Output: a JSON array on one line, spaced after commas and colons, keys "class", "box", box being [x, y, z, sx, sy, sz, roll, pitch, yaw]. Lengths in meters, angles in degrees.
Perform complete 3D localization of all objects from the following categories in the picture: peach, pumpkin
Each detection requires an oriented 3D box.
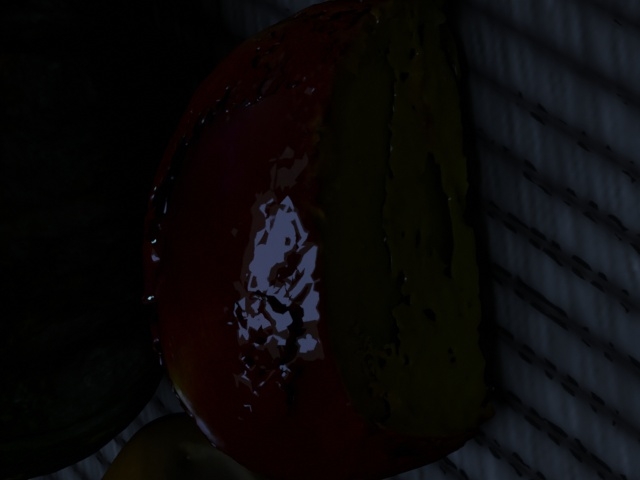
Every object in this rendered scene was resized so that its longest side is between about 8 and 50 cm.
[{"class": "peach", "box": [-0.004, 0.002, 0.500, 0.127, 0.092, 0.172, 38, 131, 41]}, {"class": "pumpkin", "box": [-0.148, -0.018, 0.603, 0.238, 0.159, 0.238, 28, 122, 58]}]

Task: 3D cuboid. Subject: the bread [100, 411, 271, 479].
[{"class": "bread", "box": [-0.088, 0.171, 0.674, 0.092, 0.074, 0.239, 52, 137, 20]}]
